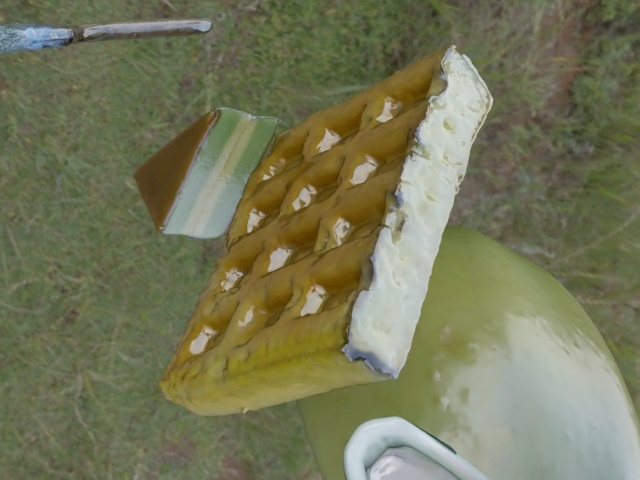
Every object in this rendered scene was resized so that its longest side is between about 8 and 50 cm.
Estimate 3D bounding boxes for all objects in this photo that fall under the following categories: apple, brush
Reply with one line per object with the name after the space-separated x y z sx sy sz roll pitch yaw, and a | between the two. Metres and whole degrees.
0.125 0.149 0.845 0.311 0.360 0.320 -6 138 -7 | apple
-0.159 -0.144 0.642 0.196 0.070 0.021 -14 109 -33 | brush

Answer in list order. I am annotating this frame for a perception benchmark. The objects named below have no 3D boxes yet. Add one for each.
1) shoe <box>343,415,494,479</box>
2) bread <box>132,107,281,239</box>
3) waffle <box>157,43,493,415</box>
0.101 0.193 0.491 0.095 0.265 0.110 -42 140 -14 | shoe
-0.102 -0.080 0.828 0.074 0.084 0.139 4 130 -35 | bread
0.000 0.000 0.656 0.055 0.221 0.248 37 57 -24 | waffle
